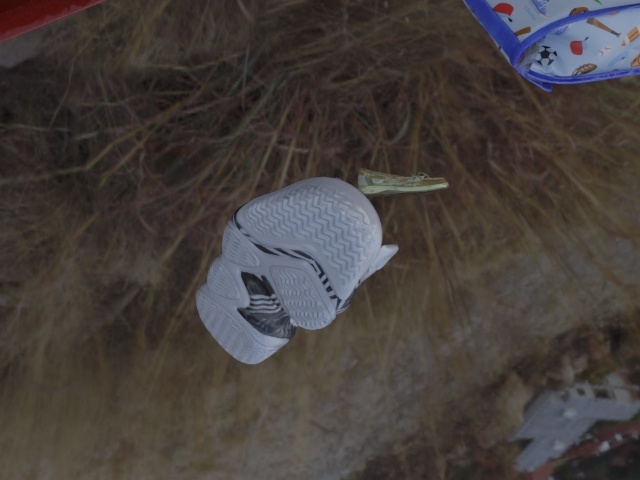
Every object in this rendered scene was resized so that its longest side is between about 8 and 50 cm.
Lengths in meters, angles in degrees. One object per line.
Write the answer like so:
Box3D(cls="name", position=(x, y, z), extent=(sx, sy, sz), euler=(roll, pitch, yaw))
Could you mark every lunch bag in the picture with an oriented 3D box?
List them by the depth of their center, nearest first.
Box3D(cls="lunch bag", position=(0.466, -0.480, 1.517), extent=(0.385, 0.328, 0.239), euler=(-13, 147, -22))

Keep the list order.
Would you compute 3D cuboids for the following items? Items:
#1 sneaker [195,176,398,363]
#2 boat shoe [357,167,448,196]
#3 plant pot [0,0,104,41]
Box3D(cls="sneaker", position=(0.000, 0.000, 0.812), extent=(0.210, 0.137, 0.366), euler=(-40, 177, -32))
Box3D(cls="boat shoe", position=(0.137, -0.100, 1.273), extent=(0.152, 0.048, 0.056), euler=(-1, 177, 18))
Box3D(cls="plant pot", position=(-0.467, -0.461, 1.116), extent=(0.267, 0.267, 0.236), euler=(-26, 98, -10))
